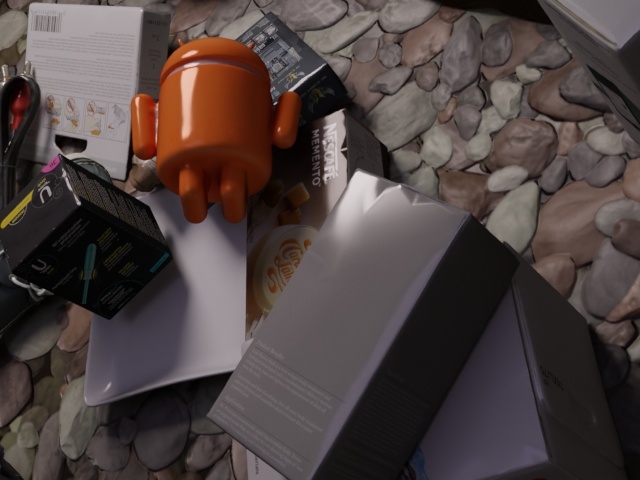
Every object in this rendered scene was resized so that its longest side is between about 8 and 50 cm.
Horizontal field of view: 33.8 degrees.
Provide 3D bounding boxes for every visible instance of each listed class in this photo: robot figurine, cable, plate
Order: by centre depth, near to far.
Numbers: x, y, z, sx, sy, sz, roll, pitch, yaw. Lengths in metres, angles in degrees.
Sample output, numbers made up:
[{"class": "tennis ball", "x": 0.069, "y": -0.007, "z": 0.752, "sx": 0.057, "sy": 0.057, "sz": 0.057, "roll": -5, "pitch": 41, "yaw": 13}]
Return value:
[{"class": "robot figurine", "x": -0.113, "y": -0.128, "z": 1.148, "sx": 0.158, "sy": 0.128, "sz": 0.219, "roll": -20, "pitch": 59, "yaw": 33}, {"class": "plate", "x": -0.164, "y": 0.053, "z": 1.278, "sx": 0.278, "sy": 0.045, "sz": 0.277, "roll": -17, "pitch": 58, "yaw": 29}, {"class": "cable", "x": -0.458, "y": -0.132, "z": 1.569, "sx": 0.139, "sy": 0.072, "sz": 0.287, "roll": -10, "pitch": 84, "yaw": 26}]

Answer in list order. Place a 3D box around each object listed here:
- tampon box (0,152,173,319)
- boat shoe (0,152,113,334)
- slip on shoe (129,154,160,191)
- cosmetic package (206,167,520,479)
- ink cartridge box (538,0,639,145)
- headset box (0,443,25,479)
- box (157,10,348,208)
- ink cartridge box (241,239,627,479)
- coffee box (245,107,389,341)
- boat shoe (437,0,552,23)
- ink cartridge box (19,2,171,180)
[{"class": "tampon box", "x": -0.282, "y": -0.003, "z": 1.257, "sx": 0.120, "sy": 0.161, "sz": 0.101, "roll": -42, "pitch": 49, "yaw": 11}, {"class": "boat shoe", "x": -0.391, "y": 0.026, "z": 1.416, "sx": 0.319, "sy": 0.116, "sz": 0.099, "roll": -52, "pitch": 44, "yaw": -4}, {"class": "slip on shoe", "x": -0.226, "y": -0.084, "z": 1.358, "sx": 0.041, "sy": 0.051, "sz": 0.135, "roll": -50, "pitch": 15, "yaw": -4}, {"class": "cosmetic package", "x": 0.034, "y": 0.077, "z": 0.817, "sx": 0.127, "sy": 0.107, "sz": 0.238, "roll": 29, "pitch": 82, "yaw": 43}, {"class": "ink cartridge box", "x": 0.330, "y": -0.189, "z": 0.876, "sx": 0.211, "sy": 0.289, "sz": 0.121, "roll": -46, "pitch": 51, "yaw": 9}, {"class": "headset box", "x": -0.477, "y": 0.370, "z": 1.301, "sx": 0.218, "sy": 0.110, "sz": 0.293, "roll": 28, "pitch": 85, "yaw": 42}, {"class": "box", "x": -0.102, "y": -0.162, "z": 1.295, "sx": 0.232, "sy": 0.059, "sz": 0.183, "roll": -40, "pitch": 40, "yaw": 1}, {"class": "ink cartridge box", "x": 0.099, "y": 0.163, "z": 0.923, "sx": 0.270, "sy": 0.198, "sz": 0.197, "roll": -23, "pitch": 54, "yaw": 25}, {"class": "coffee box", "x": 0.000, "y": 0.000, "z": 1.147, "sx": 0.141, "sy": 0.098, "sz": 0.246, "roll": -18, "pitch": 58, "yaw": 29}, {"class": "boat shoe", "x": 0.181, "y": -0.324, "z": 1.179, "sx": 0.302, "sy": 0.109, "sz": 0.098, "roll": 23, "pitch": 81, "yaw": 36}, {"class": "ink cartridge box", "x": -0.337, "y": -0.223, "z": 1.544, "sx": 0.275, "sy": 0.060, "sz": 0.239, "roll": 13, "pitch": 101, "yaw": 40}]
